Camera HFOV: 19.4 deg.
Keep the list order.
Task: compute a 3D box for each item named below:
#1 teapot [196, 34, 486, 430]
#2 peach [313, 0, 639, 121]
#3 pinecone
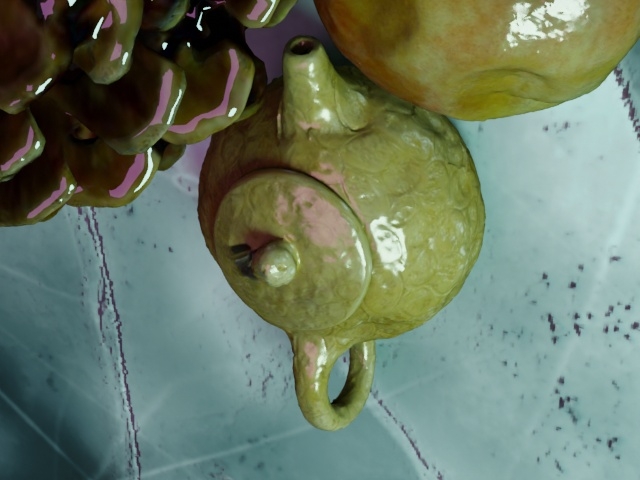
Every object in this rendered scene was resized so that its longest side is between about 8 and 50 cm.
[{"bbox_3d":[0.000,0.000,1.303,0.203,0.167,0.311,12,120,25],"label":"teapot"},{"bbox_3d":[0.110,-0.179,1.115,0.235,0.214,0.214,7,120,57],"label":"peach"},{"bbox_3d":[-0.215,-0.189,1.053,0.397,0.398,0.398,13,120,24],"label":"pinecone"}]
